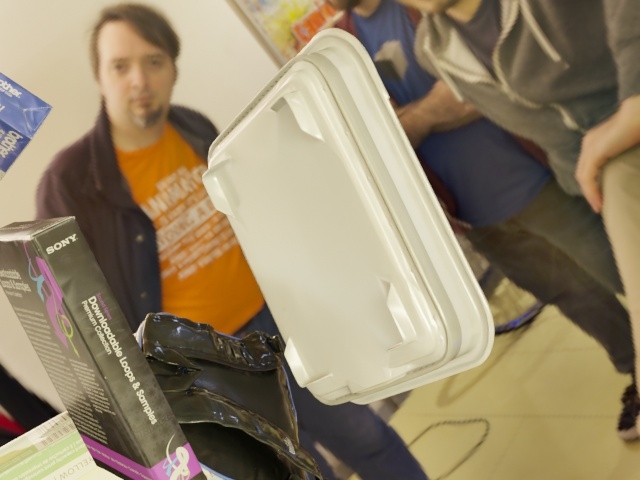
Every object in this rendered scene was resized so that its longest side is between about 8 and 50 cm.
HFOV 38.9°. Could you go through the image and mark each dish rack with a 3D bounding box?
[{"bbox_3d":[0.000,0.000,0.867,0.072,0.332,0.285,-22,-7,-36],"label":"dish rack"}]

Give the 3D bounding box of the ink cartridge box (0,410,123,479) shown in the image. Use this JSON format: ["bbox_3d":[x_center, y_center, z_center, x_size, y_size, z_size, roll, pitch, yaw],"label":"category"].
[{"bbox_3d":[-0.182,0.253,0.674,0.171,0.235,0.056,-29,20,-27],"label":"ink cartridge box"}]

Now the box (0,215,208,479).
[{"bbox_3d":[-0.130,0.064,0.505,0.029,0.162,0.116,-33,17,-29],"label":"box"}]

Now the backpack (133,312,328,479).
[{"bbox_3d":[-0.152,0.216,1.068,0.213,0.263,0.276,-36,44,13],"label":"backpack"}]

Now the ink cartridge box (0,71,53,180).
[{"bbox_3d":[-0.353,-0.107,0.917,0.207,0.097,0.046,-27,33,52],"label":"ink cartridge box"}]
